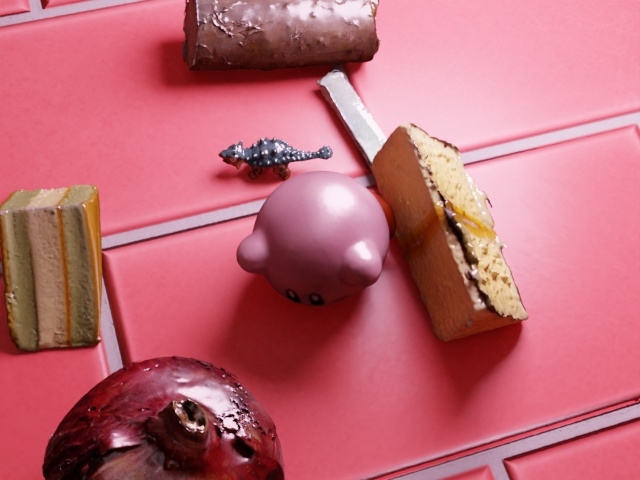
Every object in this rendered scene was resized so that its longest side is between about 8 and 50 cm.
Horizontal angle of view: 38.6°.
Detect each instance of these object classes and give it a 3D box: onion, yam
[{"bbox_3d":[-0.157,0.228,0.941,0.252,0.219,0.252,7,55,-11],"label":"onion"},{"bbox_3d":[-0.056,-0.300,1.286,0.279,0.131,0.131,-3,62,-8],"label":"yam"}]

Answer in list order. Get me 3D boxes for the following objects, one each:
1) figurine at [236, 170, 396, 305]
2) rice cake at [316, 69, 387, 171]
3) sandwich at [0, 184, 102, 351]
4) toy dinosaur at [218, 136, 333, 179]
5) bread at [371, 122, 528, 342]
[{"bbox_3d":[0.000,0.000,1.104,0.173,0.173,0.173,2,62,-3],"label":"figurine"},{"bbox_3d":[0.060,-0.151,1.266,0.043,0.034,0.211,-26,67,-8],"label":"rice cake"},{"bbox_3d":[-0.332,0.030,1.151,0.117,0.144,0.187,-5,98,-7],"label":"sandwich"},{"bbox_3d":[-0.060,-0.114,1.226,0.154,0.055,0.049,-3,58,-3],"label":"toy dinosaur"},{"bbox_3d":[0.158,-0.009,1.141,0.178,0.142,0.266,2,64,-47],"label":"bread"}]
